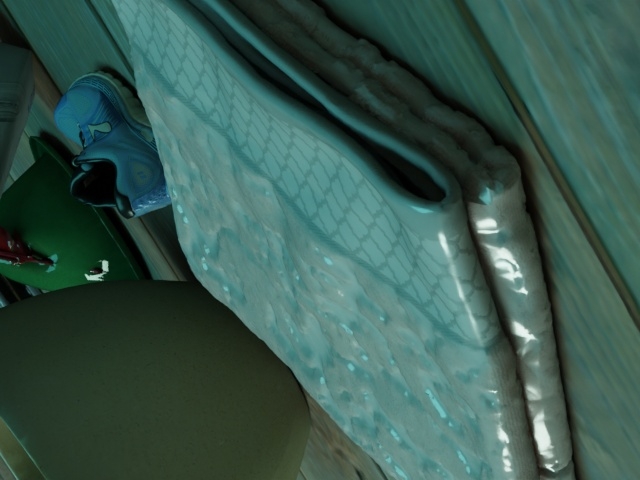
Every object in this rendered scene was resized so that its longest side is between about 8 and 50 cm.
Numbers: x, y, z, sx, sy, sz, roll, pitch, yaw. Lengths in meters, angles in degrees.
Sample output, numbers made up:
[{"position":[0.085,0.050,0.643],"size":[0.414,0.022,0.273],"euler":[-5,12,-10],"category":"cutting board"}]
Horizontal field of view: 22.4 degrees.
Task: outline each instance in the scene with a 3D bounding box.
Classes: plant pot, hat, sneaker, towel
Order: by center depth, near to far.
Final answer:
[{"position":[0.000,0.000,0.825],"size":[0.332,0.053,0.317],"euler":[42,159,39],"category":"towel"},{"position":[-0.142,-0.061,1.061],"size":[0.162,0.073,0.063],"euler":[33,153,52],"category":"sneaker"},{"position":[-0.120,0.137,1.175],"size":[0.284,0.191,0.284],"euler":[49,163,20],"category":"plant pot"},{"position":[-0.276,0.023,1.392],"size":[0.208,0.183,0.173],"euler":[56,165,-5],"category":"hat"}]

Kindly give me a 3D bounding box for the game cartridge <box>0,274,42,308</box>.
[{"position":[-0.395,0.077,2.067],"size":[0.297,0.062,0.198],"euler":[52,159,10],"category":"game cartridge"}]

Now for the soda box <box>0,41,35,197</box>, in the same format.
[{"position":[-0.306,-0.018,1.242],"size":[0.098,0.286,0.091],"euler":[16,161,-2],"category":"soda box"}]
